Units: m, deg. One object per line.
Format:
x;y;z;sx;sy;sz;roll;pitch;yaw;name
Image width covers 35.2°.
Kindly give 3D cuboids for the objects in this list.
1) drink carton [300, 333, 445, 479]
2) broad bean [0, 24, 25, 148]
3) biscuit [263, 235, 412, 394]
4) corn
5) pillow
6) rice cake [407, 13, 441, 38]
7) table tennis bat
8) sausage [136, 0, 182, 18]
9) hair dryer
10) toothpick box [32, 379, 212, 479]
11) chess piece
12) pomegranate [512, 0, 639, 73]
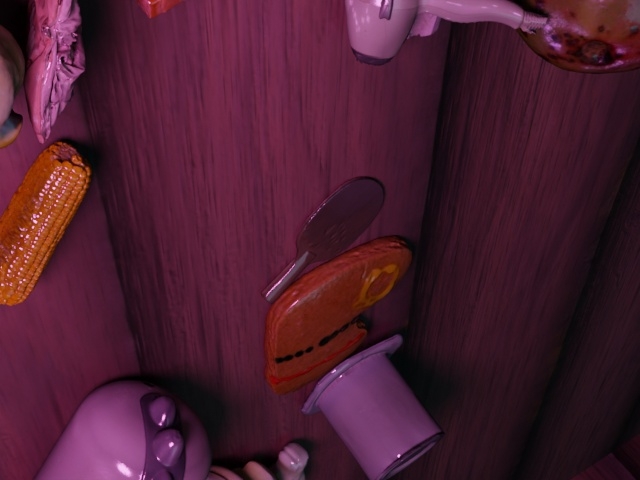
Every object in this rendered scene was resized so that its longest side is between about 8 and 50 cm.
0.094;0.305;1.740;0.191;0.190;0.185;-20;158;-37;drink carton
-0.347;-0.139;0.805;0.228;0.100;0.169;34;108;-21;broad bean
0.030;0.126;1.603;0.262;0.052;0.277;-23;145;-25;biscuit
-0.306;-0.014;1.069;0.068;0.068;0.207;5;125;-49;corn
-0.223;-0.211;0.848;0.049;0.135;0.248;0;133;-20;pillow
0.144;-0.346;1.135;0.055;0.049;0.270;-73;179;-49;rice cake
0.000;0.000;1.451;0.234;0.022;0.131;-47;149;6;table tennis bat
-0.103;-0.277;0.957;0.169;0.065;0.065;-33;148;-13;sausage
0.127;-0.308;1.096;0.224;0.088;0.219;-9;126;7;hair dryer
-0.275;0.338;1.384;0.229;0.229;0.316;5;127;-49;toothpick box
-0.116;0.452;1.792;0.176;0.176;0.298;-55;158;23;chess piece
0.337;-0.355;1.211;0.242;0.242;0.306;4;87;-48;pomegranate
